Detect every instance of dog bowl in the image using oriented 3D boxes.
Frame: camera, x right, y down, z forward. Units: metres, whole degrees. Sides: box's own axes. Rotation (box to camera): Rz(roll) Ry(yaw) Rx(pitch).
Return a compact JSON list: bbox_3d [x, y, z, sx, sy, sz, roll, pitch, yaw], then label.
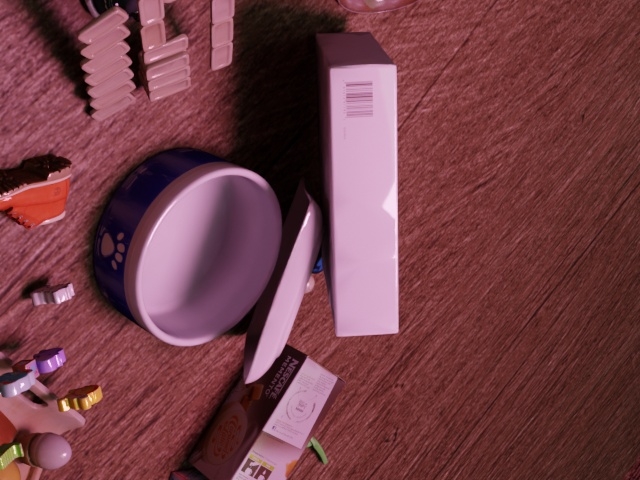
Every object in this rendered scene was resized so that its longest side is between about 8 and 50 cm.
[{"bbox_3d":[-0.182,0.009,1.556,0.265,0.104,0.265,-27,130,-39],"label":"dog bowl"}]

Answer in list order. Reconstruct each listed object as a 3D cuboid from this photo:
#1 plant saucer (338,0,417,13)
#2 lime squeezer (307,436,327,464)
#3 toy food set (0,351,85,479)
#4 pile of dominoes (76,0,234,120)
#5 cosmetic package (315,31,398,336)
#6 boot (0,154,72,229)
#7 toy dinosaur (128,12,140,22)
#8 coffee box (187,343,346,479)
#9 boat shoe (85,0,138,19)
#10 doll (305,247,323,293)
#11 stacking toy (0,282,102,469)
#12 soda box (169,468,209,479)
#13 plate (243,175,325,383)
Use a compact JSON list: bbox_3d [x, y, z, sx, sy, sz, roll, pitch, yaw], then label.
[{"bbox_3d":[0.104,-0.390,1.649,0.168,0.168,0.029,4,67,-51],"label":"plant saucer"},{"bbox_3d":[-0.054,0.362,1.958,0.310,0.059,0.110,10,103,-53],"label":"lime squeezer"},{"bbox_3d":[-0.409,0.323,1.403,0.219,0.092,0.306,56,39,-50],"label":"toy food set"},{"bbox_3d":[-0.200,-0.243,1.333,0.196,0.040,0.251,-24,164,-14],"label":"pile of dominoes"},{"bbox_3d":[0.049,-0.091,1.596,0.097,0.284,0.377,-4,110,-5],"label":"cosmetic package"},{"bbox_3d":[-0.369,-0.044,1.344,0.158,0.059,0.084,-20,130,-44],"label":"boot"},{"bbox_3d":[-0.207,-0.320,1.283,0.268,0.064,0.118,28,91,-28],"label":"toy dinosaur"},{"bbox_3d":[-0.087,0.291,1.791,0.098,0.141,0.246,37,81,-33],"label":"coffee box"},{"bbox_3d":[-0.161,-0.372,1.365,0.302,0.091,0.114,-51,141,-17],"label":"boat shoe"},{"bbox_3d":[0.000,0.000,1.815,0.129,0.046,0.189,5,114,-61],"label":"doll"},{"bbox_3d":[-0.358,0.164,1.380,0.221,0.052,0.167,-41,122,-63],"label":"stacking toy"},{"bbox_3d":[-0.228,0.465,1.808,0.063,0.058,0.183,5,108,-51],"label":"soda box"},{"bbox_3d":[-0.050,0.055,1.646,0.278,0.045,0.277,-107,-143,-80],"label":"plate"}]
